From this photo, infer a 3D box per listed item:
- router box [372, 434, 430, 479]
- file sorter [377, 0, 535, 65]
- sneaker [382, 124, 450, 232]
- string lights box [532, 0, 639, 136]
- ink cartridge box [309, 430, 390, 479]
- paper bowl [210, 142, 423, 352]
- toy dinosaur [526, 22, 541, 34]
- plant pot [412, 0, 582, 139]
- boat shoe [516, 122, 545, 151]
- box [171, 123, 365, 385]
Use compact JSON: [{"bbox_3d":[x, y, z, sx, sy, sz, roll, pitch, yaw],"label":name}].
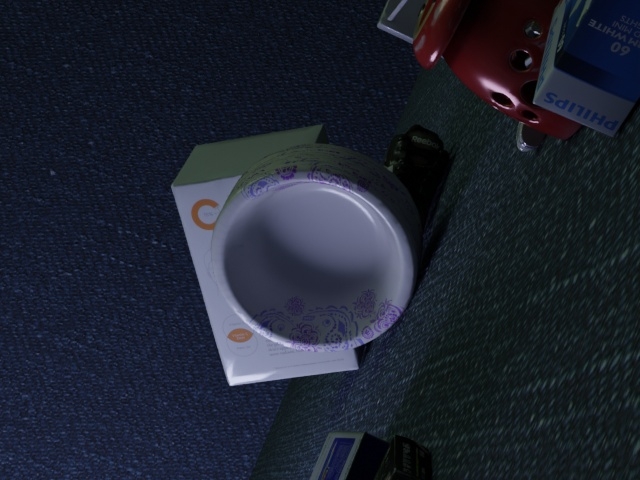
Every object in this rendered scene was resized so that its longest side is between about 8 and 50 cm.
[{"bbox_3d":[0.061,0.251,1.385,0.092,0.038,0.122,-75,9,-76],"label":"router box"},{"bbox_3d":[0.225,-0.369,1.881,0.173,0.193,0.278,144,149,-78],"label":"file sorter"},{"bbox_3d":[0.131,-0.090,2.253,0.276,0.097,0.135,-69,1,-62],"label":"sneaker"},{"bbox_3d":[0.256,-0.218,1.149,0.260,0.076,0.133,116,175,-47],"label":"string lights box"},{"bbox_3d":[0.023,0.285,1.584,0.333,0.065,0.165,123,171,-82],"label":"ink cartridge box"},{"bbox_3d":[0.000,0.000,2.086,0.148,0.284,0.284,-69,4,-60],"label":"paper bowl"},{"bbox_3d":[0.259,-0.294,1.697,0.160,0.121,0.313,-52,-15,-49],"label":"toy dinosaur"},{"bbox_3d":[0.191,-0.213,1.396,0.191,0.174,0.191,-155,90,-86],"label":"plant pot"},{"bbox_3d":[0.224,-0.137,1.558,0.035,0.035,0.100,132,155,-73],"label":"boat shoe"},{"bbox_3d":[-0.068,0.023,2.308,0.168,0.215,0.345,-71,-30,-64],"label":"box"}]
